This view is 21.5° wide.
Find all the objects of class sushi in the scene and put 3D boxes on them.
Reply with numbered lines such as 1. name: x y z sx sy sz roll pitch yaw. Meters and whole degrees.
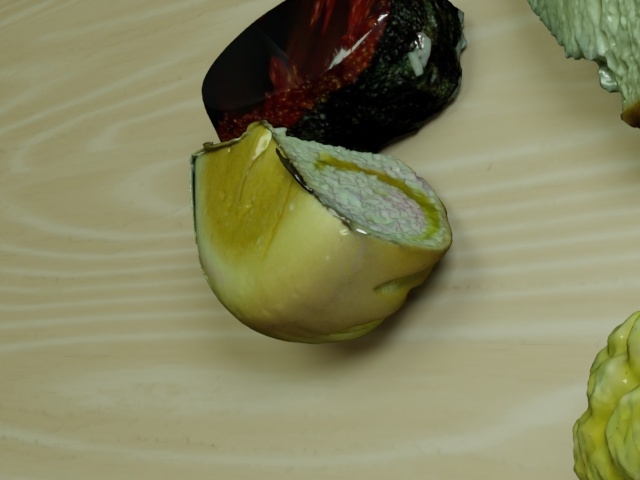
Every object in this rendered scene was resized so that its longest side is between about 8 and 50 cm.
1. sushi: 0.014 -0.136 1.417 0.225 0.126 0.136 -27 45 33

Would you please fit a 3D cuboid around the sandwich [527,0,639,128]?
1. sandwich: 0.210 -0.179 1.150 0.288 0.099 0.254 134 128 -73

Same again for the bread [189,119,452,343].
1. bread: -0.008 0.001 1.327 0.156 0.158 0.261 -63 35 21

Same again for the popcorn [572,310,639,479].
1. popcorn: 0.257 0.073 0.865 0.237 0.206 0.251 -30 30 60
